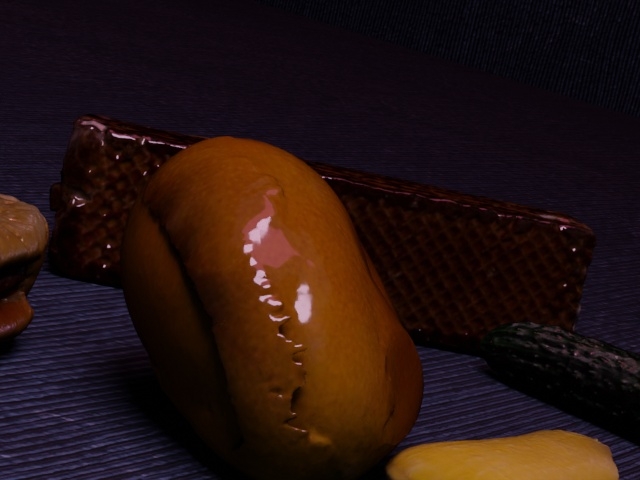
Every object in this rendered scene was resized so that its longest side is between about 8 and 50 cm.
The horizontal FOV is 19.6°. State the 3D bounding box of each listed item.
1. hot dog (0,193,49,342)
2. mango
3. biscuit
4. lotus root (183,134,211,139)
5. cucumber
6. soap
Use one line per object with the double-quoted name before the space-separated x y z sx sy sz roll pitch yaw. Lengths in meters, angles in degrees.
"hot dog" -0.212 0.025 0.991 0.073 0.084 0.242 17 10 20
"mango" -0.032 0.039 0.990 0.136 0.166 0.236 -29 42 -1
"biscuit" 0.000 0.000 1.304 0.388 0.107 0.073 11 11 -13
"lotus root" -0.103 -0.057 1.580 0.152 0.063 0.072 17 1 35
"cucumber" 0.191 0.098 1.212 0.215 0.052 0.058 21 42 41
"soap" 0.106 0.129 0.994 0.168 0.033 0.089 2 19 -47
